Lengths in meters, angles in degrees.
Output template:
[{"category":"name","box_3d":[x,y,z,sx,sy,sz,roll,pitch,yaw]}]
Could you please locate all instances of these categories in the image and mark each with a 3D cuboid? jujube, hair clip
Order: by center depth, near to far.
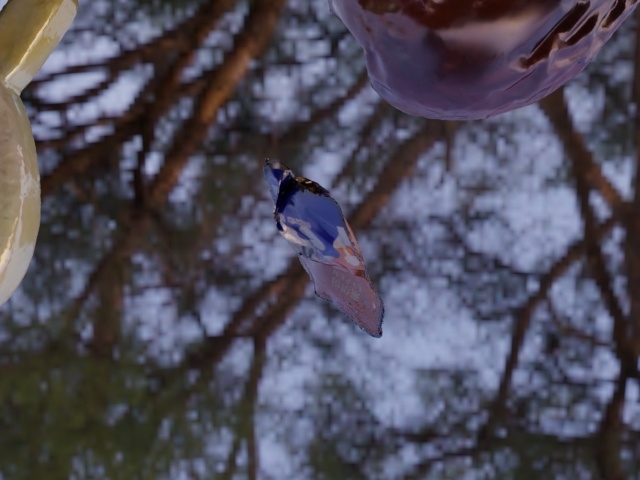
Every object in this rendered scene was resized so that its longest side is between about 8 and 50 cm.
[{"category":"hair clip","box_3d":[-0.179,-0.068,0.888,0.159,0.071,0.218,-22,-111,8]},{"category":"jujube","box_3d":[0.118,-0.175,1.153,0.236,0.168,0.168,-34,-147,3]}]

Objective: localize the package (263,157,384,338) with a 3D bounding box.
[{"category":"package","box_3d":[0.001,-0.001,1.002,0.077,0.110,0.033,24,-115,29]}]
